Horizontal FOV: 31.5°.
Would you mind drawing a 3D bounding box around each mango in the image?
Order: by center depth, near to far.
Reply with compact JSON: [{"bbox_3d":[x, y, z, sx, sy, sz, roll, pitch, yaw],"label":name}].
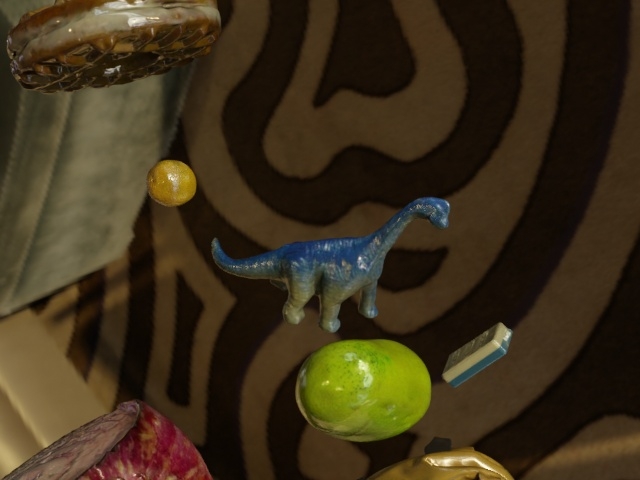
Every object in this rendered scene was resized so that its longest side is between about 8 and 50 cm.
[{"bbox_3d":[0.034,0.136,1.053,0.117,0.163,0.089,-21,62,28],"label":"mango"}]

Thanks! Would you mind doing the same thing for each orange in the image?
[{"bbox_3d":[-0.267,-0.103,2.048,0.085,0.095,0.085,-8,78,41],"label":"orange"}]

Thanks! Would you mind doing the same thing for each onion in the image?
[{"bbox_3d":[-0.209,0.307,1.113,0.230,0.256,0.272,57,161,-3],"label":"onion"}]

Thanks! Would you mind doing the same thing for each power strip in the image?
[{"bbox_3d":[0.239,0.173,1.728,0.032,0.056,0.123,43,128,-9],"label":"power strip"}]

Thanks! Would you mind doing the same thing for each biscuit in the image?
[{"bbox_3d":[-0.304,-0.302,1.690,0.332,0.332,0.103,-14,90,47],"label":"biscuit"}]

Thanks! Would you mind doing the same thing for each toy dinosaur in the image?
[{"bbox_3d":[0.000,0.000,1.181,0.247,0.075,0.188,21,126,12],"label":"toy dinosaur"}]

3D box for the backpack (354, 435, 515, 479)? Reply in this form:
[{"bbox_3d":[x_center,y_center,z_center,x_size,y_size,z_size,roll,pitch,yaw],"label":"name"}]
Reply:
[{"bbox_3d":[0.189,0.506,1.736,0.353,0.201,0.378,-24,97,11],"label":"backpack"}]
